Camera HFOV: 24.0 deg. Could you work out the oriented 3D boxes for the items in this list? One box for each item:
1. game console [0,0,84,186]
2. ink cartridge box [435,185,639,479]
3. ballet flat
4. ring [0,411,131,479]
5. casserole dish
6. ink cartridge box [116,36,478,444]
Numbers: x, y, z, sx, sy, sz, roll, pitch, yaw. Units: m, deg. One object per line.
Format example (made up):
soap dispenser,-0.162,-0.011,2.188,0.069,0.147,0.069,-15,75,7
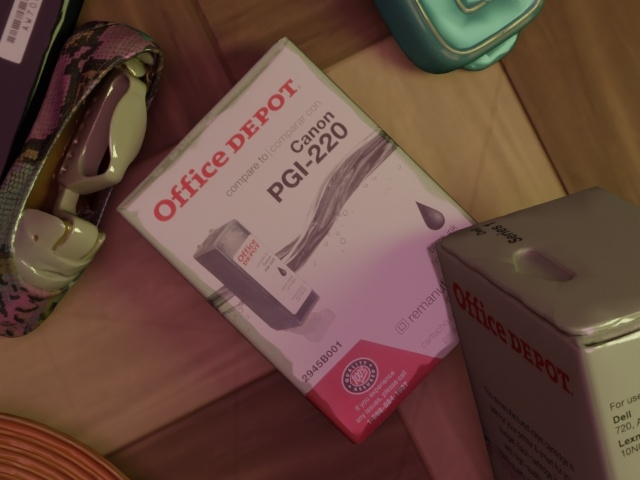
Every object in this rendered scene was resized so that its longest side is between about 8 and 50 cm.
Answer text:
game console,-0.320,-0.212,1.003,0.342,0.060,0.387,19,90,-4
ink cartridge box,0.180,0.129,0.866,0.117,0.201,0.278,-20,110,-12
ballet flat,-0.160,-0.037,0.976,0.077,0.079,0.222,24,86,-44
ring,-0.240,0.277,0.990,0.336,0.032,0.337,0,89,2
casserole dish,0.080,-0.193,0.967,0.114,0.037,0.188,-34,112,-9
ink cartridge box,0.000,0.000,0.973,0.218,0.092,0.158,44,89,3
